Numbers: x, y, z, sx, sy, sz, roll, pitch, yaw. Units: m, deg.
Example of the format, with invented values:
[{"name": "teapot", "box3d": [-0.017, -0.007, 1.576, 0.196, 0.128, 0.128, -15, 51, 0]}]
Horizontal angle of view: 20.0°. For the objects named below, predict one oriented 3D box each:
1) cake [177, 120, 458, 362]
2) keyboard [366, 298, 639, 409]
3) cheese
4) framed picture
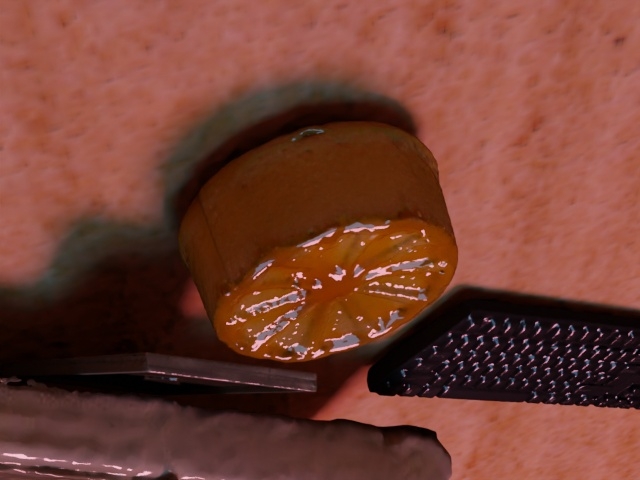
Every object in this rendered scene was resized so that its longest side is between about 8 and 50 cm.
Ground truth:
[{"name": "cake", "box3d": [0.000, 0.000, 0.548, 0.084, 0.044, 0.084, -16, 152, -9]}, {"name": "keyboard", "box3d": [0.108, 0.050, 0.746, 0.204, 0.013, 0.061, 9, 142, -44]}, {"name": "cheese", "box3d": [-0.110, 0.060, 0.566, 0.085, 0.034, 0.400, -10, 163, 40]}, {"name": "framed picture", "box3d": [-0.053, 0.044, 0.584, 0.066, 0.007, 0.089, 10, 169, -37]}]
